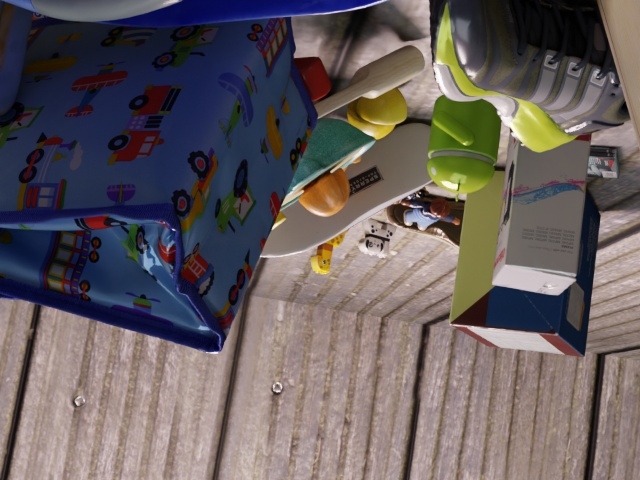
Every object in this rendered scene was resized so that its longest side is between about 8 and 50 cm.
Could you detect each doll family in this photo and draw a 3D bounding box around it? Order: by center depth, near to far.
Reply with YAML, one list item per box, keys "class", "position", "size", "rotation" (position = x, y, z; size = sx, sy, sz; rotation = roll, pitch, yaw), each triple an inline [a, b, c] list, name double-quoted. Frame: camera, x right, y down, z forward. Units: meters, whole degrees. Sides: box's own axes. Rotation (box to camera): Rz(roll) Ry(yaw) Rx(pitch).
- class: "doll family"
  position: [0.090, -0.059, 1.465]
  size: [0.192, 0.076, 0.111]
  rotation: [6, 166, -13]

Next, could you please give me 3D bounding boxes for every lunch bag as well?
- class: "lunch bag"
  position: [-0.178, -0.066, 0.780]
  size: [0.293, 0.221, 0.138]
  rotation: [7, 140, 18]

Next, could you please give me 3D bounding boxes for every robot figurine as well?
- class: "robot figurine"
  position: [0.138, -0.097, 1.077]
  size: [0.067, 0.115, 0.101]
  rotation: [6, 170, 10]

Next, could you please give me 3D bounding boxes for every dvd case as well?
- class: "dvd case"
  position: [0.277, -0.091, 1.279]
  size: [0.119, 0.013, 0.087]
  rotation: [6, 169, 20]

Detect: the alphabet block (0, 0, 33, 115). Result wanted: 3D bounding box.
- class: "alphabet block"
  position: [-0.315, -0.195, 0.732]
  size: [0.197, 0.194, 0.192]
  rotation: [2, 166, 32]

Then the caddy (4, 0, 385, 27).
- class: "caddy"
  position: [-0.094, -0.197, 0.575]
  size: [0.341, 0.179, 0.241]
  rotation: [2, 167, 33]

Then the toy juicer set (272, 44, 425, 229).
- class: "toy juicer set"
  position: [0.020, -0.084, 1.072]
  size: [0.209, 0.089, 0.329]
  rotation: [-34, 178, -22]

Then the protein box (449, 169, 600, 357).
- class: "protein box"
  position: [0.266, 0.032, 1.429]
  size: [0.135, 0.200, 0.201]
  rotation: [5, 169, 23]

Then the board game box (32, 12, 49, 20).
- class: "board game box"
  position: [-0.261, -0.195, 1.077]
  size: [0.210, 0.047, 0.160]
  rotation: [11, 169, -17]

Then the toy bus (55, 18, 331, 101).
- class: "toy bus"
  position: [-0.089, -0.176, 0.873]
  size: [0.191, 0.104, 0.202]
  rotation: [39, 139, -22]

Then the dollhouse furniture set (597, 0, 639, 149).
- class: "dollhouse furniture set"
  position: [0.327, -0.143, 0.744]
  size: [0.242, 0.161, 0.212]
  rotation: [-13, 170, -3]

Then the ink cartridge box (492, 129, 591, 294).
- class: "ink cartridge box"
  position: [0.223, -0.042, 1.136]
  size: [0.072, 0.175, 0.127]
  rotation: [8, 169, 4]

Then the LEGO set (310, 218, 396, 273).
- class: "LEGO set"
  position: [0.000, 0.000, 1.776]
  size: [0.227, 0.093, 0.087]
  rotation: [15, 168, -29]

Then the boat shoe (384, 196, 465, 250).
- class: "boat shoe"
  position: [0.182, -0.026, 1.599]
  size: [0.190, 0.068, 0.072]
  rotation: [20, 180, -7]

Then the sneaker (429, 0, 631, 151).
- class: "sneaker"
  position: [0.172, -0.152, 0.853]
  size: [0.121, 0.111, 0.300]
  rotation: [-9, 167, 31]

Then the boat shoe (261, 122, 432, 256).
- class: "boat shoe"
  position: [0.020, -0.057, 1.279]
  size: [0.267, 0.096, 0.088]
  rotation: [-28, 175, 6]
